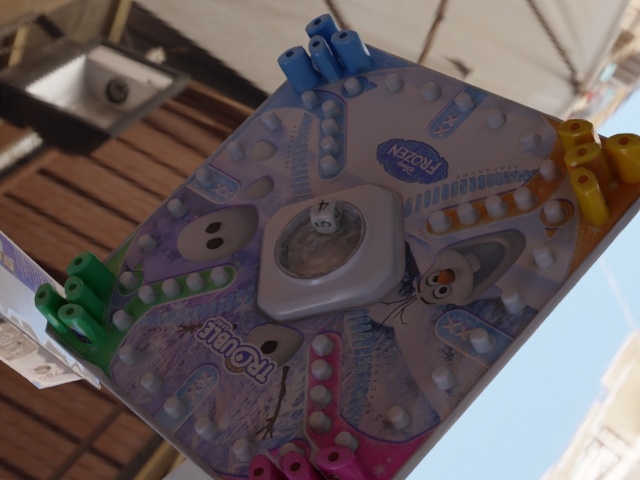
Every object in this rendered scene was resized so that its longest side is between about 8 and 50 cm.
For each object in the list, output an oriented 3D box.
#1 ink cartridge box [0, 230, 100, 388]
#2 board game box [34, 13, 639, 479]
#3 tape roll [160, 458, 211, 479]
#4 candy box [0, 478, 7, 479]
[{"bbox_3d":[-0.401,0.080,1.574,0.333,0.065,0.165,55,-170,-55],"label":"ink cartridge box"},{"bbox_3d":[0.000,0.000,0.965,0.390,0.050,0.390,-46,-135,-14],"label":"board game box"},{"bbox_3d":[-0.220,0.356,1.360,0.072,0.392,0.392,48,-142,5],"label":"tape roll"},{"bbox_3d":[-0.423,0.357,1.440,0.159,0.071,0.233,9,-169,3],"label":"candy box"}]
